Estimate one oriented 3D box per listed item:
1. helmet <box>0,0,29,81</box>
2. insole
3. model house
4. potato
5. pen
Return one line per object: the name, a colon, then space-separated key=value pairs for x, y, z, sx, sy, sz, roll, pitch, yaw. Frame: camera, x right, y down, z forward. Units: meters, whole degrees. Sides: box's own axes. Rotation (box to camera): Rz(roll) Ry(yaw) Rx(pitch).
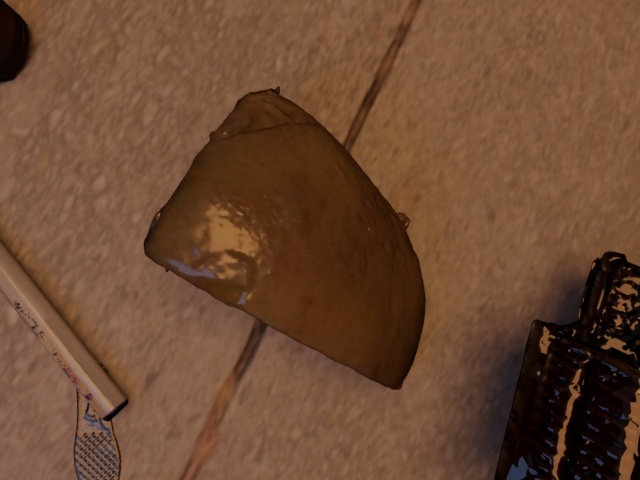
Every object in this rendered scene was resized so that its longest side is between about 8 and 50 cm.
helmet: x=-0.357 y=-0.206 z=0.623 sx=0.123 sy=0.070 sz=0.098 roll=-1 pitch=84 yaw=-6
insole: x=-0.219 y=0.188 z=0.621 sx=0.045 sy=0.002 sz=0.134 roll=-4 pitch=83 yaw=-6
model house: x=0.302 y=0.138 z=0.526 sx=0.283 sy=0.297 sz=0.317 roll=20 pitch=84 yaw=-8
potato: x=0.015 y=-0.003 z=0.570 sx=0.264 sy=0.189 sz=0.211 roll=32 pitch=81 yaw=-1
pen: x=-0.279 y=0.063 z=0.614 sx=0.033 sy=0.033 sz=0.269 roll=-39 pitch=88 yaw=-8
